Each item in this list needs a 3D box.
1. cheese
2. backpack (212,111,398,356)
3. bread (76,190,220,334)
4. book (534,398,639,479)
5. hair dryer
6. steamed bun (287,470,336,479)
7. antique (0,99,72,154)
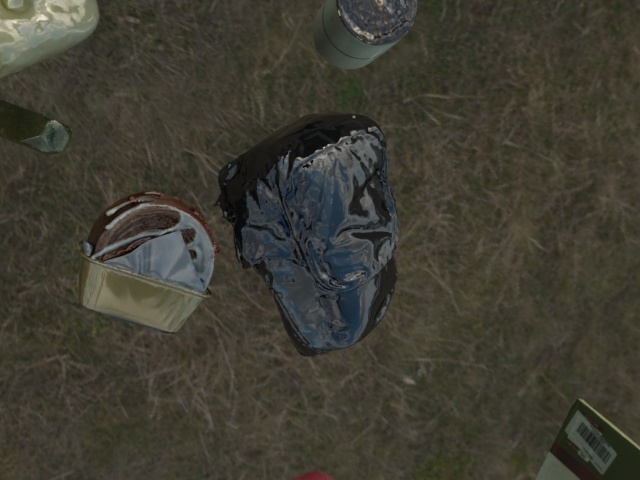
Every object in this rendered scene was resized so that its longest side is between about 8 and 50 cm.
[{"bbox_3d":[-0.474,-0.296,1.134,0.328,0.130,0.351,8,75,-40],"label":"cheese"},{"bbox_3d":[0.000,0.000,1.473,0.363,0.255,0.445,-33,116,-43],"label":"backpack"},{"bbox_3d":[-0.277,0.028,1.305,0.224,0.142,0.212,20,94,-25],"label":"bread"},{"bbox_3d":[0.336,0.376,1.043,0.026,0.201,0.289,13,107,-30],"label":"book"},{"bbox_3d":[0.020,-0.458,1.267,0.128,0.203,0.362,-23,95,-9],"label":"hair dryer"},{"bbox_3d":[-0.036,0.383,0.846,0.309,0.309,0.309,-13,120,-24],"label":"steamed bun"},{"bbox_3d":[-0.637,-0.243,1.761,0.081,0.221,0.080,24,87,-57],"label":"antique"}]
